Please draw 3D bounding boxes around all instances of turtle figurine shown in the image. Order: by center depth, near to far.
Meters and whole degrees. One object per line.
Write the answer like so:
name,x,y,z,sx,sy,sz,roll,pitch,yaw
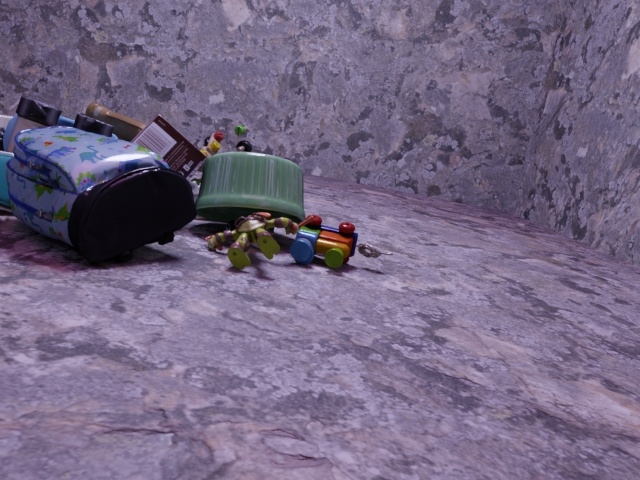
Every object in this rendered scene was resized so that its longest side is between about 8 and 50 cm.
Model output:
turtle figurine,-0.141,-0.019,1.295,0.269,0.087,0.217,-9,21,-3

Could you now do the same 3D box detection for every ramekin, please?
ramekin,-0.186,-0.134,1.537,0.303,0.148,0.303,4,-8,1

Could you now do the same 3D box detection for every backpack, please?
backpack,-0.495,-0.110,1.192,0.355,0.274,0.290,5,23,37

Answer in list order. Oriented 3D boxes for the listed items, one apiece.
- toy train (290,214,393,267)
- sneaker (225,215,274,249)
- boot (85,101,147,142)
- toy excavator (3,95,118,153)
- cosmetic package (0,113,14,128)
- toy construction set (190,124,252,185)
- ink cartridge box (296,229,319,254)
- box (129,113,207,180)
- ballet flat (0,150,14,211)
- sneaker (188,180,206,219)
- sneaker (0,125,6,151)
toy train,0.053,0.024,1.388,0.248,0.105,0.143,13,22,9
sneaker,-0.175,-0.033,1.477,0.178,0.077,0.072,20,13,38
boot,-0.602,-0.335,1.833,0.269,0.089,0.236,25,-6,22
toy excavator,-0.721,-0.262,1.740,0.432,0.222,0.445,17,4,-24
cosmetic package,-1.077,-0.383,2.118,0.296,0.153,0.129,1,13,-45
toy construction set,-0.418,-0.257,2.065,0.308,0.258,0.237,-6,17,24
ink cartridge box,0.000,0.000,1.548,0.088,0.052,0.122,17,12,29
box,-0.432,-0.194,1.494,0.167,0.168,0.203,41,-21,-14
ballet flat,-0.663,-0.120,1.365,0.400,0.139,0.139,7,11,-39
sneaker,-0.291,-0.122,1.685,0.262,0.121,0.099,3,15,-35
sneaker,-0.955,-0.252,1.557,0.104,0.147,0.295,-2,4,21
